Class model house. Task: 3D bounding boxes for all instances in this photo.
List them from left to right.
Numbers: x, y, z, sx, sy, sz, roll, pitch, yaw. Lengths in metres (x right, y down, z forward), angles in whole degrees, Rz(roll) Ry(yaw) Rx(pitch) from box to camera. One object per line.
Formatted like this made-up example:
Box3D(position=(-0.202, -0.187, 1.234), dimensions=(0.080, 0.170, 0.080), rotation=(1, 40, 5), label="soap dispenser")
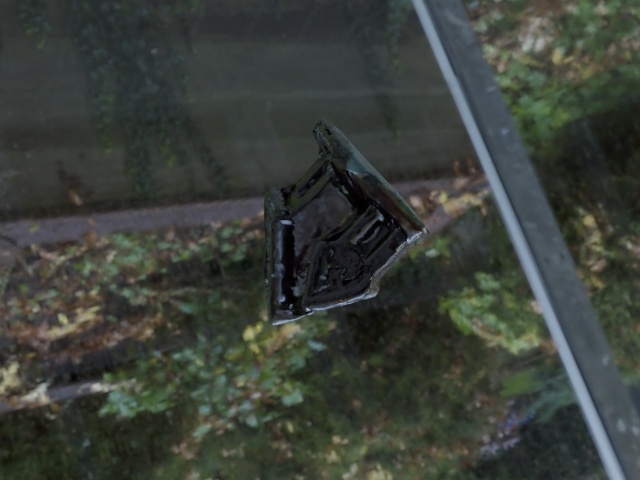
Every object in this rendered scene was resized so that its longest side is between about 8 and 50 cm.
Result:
Box3D(position=(0.001, 0.002, 0.811), dimensions=(0.152, 0.106, 0.165), rotation=(-49, -165, 8), label="model house")
